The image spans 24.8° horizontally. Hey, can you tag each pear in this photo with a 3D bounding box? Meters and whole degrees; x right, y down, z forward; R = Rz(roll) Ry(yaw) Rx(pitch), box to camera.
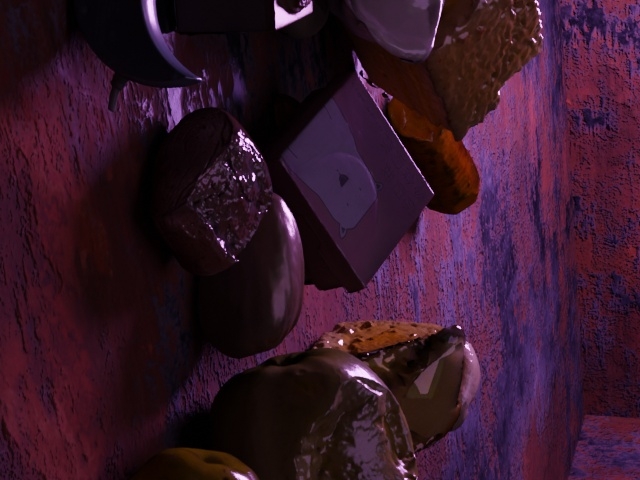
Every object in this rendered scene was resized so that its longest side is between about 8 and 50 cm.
[{"bbox_3d":[-0.133,0.315,1.526,0.198,0.198,0.198,2,90,-70],"label":"pear"}]

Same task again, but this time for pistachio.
[{"bbox_3d":[-0.084,0.039,1.746,0.129,0.131,0.206,165,-73,-63],"label":"pistachio"}]

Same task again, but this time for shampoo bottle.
[{"bbox_3d":[-0.048,-0.319,1.847,0.162,0.079,0.079,39,55,-66],"label":"shampoo bottle"}]

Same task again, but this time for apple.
[{"bbox_3d":[-0.014,0.264,1.765,0.279,0.279,0.279,2,90,-70],"label":"apple"}]

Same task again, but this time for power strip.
[{"bbox_3d":[-0.174,-0.231,1.418,0.044,0.137,0.216,-6,102,-77],"label":"power strip"}]

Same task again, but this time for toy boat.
[{"bbox_3d":[-0.022,-0.152,1.981,0.149,0.047,0.049,37,51,-57],"label":"toy boat"}]

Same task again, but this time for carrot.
[{"bbox_3d":[0.202,-0.147,2.520,0.302,0.114,0.114,58,39,-56],"label":"carrot"}]

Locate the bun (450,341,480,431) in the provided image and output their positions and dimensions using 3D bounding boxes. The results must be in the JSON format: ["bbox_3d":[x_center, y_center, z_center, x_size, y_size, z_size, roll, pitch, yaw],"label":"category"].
[{"bbox_3d":[0.173,0.248,2.382,0.128,0.178,0.193,64,33,-58],"label":"bun"}]

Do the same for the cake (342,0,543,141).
[{"bbox_3d":[0.156,-0.336,2.183,0.222,0.286,0.227,-44,145,-13],"label":"cake"}]

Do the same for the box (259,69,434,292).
[{"bbox_3d":[0.023,-0.075,1.897,0.215,0.086,0.215,56,47,-20],"label":"box"}]

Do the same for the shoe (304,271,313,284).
[{"bbox_3d":[0.000,0.000,2.003,0.227,0.099,0.112,-21,106,-67],"label":"shoe"}]

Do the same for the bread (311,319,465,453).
[{"bbox_3d":[0.079,0.226,2.153,0.262,0.162,0.204,-6,103,-28],"label":"bread"}]

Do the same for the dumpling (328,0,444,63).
[{"bbox_3d":[0.052,-0.389,1.950,0.260,0.181,0.341,38,53,-32],"label":"dumpling"}]

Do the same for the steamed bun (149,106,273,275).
[{"bbox_3d":[-0.122,-0.058,1.628,0.145,0.106,0.175,68,33,-49],"label":"steamed bun"}]

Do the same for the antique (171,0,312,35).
[{"bbox_3d":[-0.083,-0.315,1.651,0.152,0.148,0.146,-46,137,-65],"label":"antique"}]
